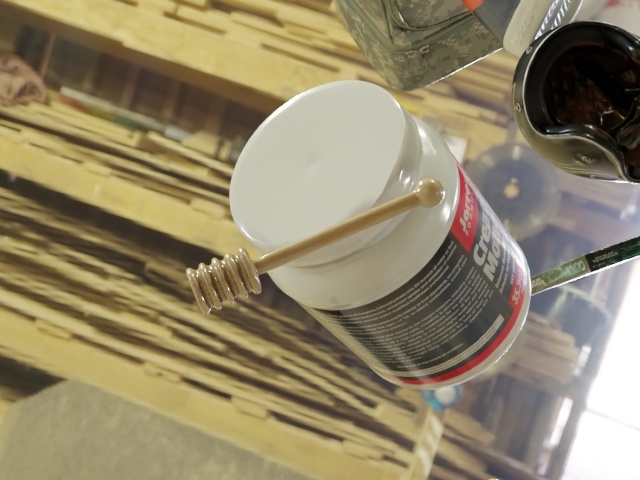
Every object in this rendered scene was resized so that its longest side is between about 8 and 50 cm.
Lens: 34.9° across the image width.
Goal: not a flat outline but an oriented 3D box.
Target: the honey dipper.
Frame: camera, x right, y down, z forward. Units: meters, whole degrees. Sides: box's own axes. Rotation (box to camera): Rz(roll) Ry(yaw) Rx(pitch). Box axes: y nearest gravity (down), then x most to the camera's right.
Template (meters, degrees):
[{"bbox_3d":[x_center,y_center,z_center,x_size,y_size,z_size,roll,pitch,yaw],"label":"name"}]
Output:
[{"bbox_3d":[0.000,0.000,0.600,0.160,0.030,0.030,-23,10,-5],"label":"honey dipper"}]

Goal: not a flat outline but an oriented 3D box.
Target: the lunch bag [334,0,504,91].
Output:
[{"bbox_3d":[0.158,-0.364,1.251,0.212,0.305,0.256,60,-7,29],"label":"lunch bag"}]

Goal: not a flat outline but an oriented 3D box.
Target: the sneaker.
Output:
[{"bbox_3d":[0.235,-0.358,1.029,0.148,0.350,0.131,42,43,18],"label":"sneaker"}]

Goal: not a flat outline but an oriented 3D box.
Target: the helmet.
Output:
[{"bbox_3d":[0.281,-0.144,1.053,0.161,0.169,0.169,33,13,39],"label":"helmet"}]

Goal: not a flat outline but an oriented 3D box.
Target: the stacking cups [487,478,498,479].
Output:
[{"bbox_3d":[0.308,0.328,1.033,0.316,0.096,0.096,9,0,31],"label":"stacking cups"}]

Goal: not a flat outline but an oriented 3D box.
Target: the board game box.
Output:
[{"bbox_3d":[0.361,0.031,1.351,0.126,0.026,0.186,-18,-8,-17],"label":"board game box"}]

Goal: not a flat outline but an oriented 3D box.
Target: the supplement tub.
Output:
[{"bbox_3d":[0.061,0.003,0.923,0.191,0.191,0.272,22,-16,41],"label":"supplement tub"}]
